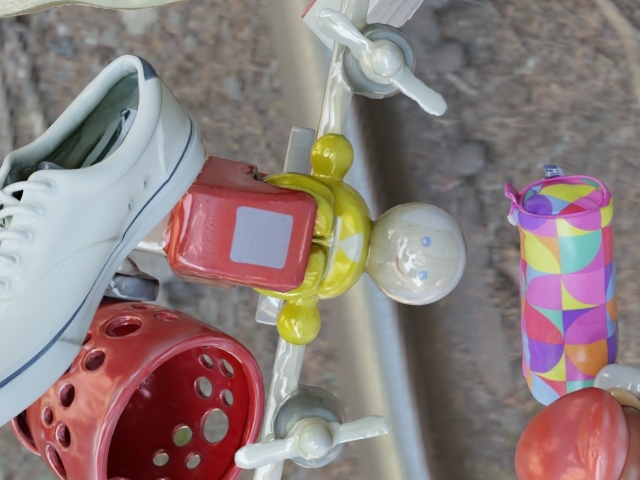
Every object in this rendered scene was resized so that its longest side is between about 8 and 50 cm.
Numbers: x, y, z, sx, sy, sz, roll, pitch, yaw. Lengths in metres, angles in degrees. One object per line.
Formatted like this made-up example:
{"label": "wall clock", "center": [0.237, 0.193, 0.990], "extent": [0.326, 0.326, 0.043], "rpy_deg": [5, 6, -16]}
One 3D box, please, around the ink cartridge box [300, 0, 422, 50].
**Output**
{"label": "ink cartridge box", "center": [0.063, -0.276, 1.930], "extent": [0.063, 0.150, 0.109], "rpy_deg": [45, 126, 9]}

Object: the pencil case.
{"label": "pencil case", "center": [0.235, 0.047, 1.696], "extent": [0.104, 0.104, 0.236], "rpy_deg": [10, 124, 32]}

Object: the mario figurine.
{"label": "mario figurine", "center": [0.338, 0.217, 1.622], "extent": [0.321, 0.198, 0.170], "rpy_deg": [5, 104, 2]}

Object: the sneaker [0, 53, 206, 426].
{"label": "sneaker", "center": [-0.167, -0.002, 1.024], "extent": [0.094, 0.091, 0.258], "rpy_deg": [11, 56, 35]}

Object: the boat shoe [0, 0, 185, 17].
{"label": "boat shoe", "center": [-0.200, -0.281, 1.604], "extent": [0.341, 0.121, 0.110], "rpy_deg": [-8, 129, 6]}

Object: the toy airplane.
{"label": "toy airplane", "center": [0.000, 0.000, 1.524], "extent": [0.272, 0.384, 0.386], "rpy_deg": [11, 137, 19]}

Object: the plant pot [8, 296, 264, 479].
{"label": "plant pot", "center": [-0.174, 0.143, 1.560], "extent": [0.174, 0.191, 0.191], "rpy_deg": [22, 101, 40]}
